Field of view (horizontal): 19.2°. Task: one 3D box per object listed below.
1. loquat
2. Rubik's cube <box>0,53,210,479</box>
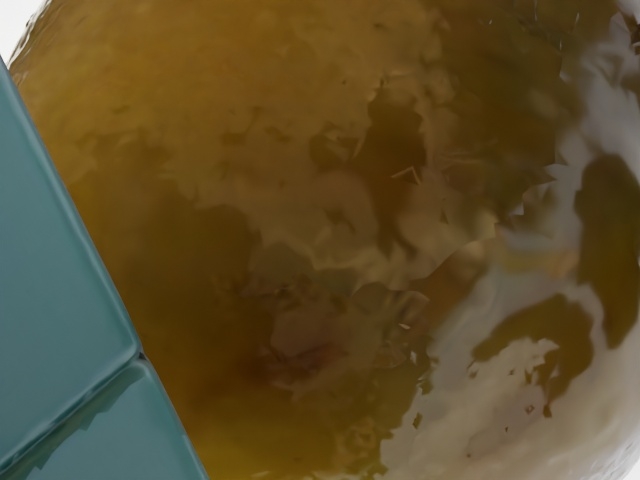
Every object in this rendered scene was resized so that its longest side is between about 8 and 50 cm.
[{"bbox_3d":[0.000,0.000,0.664,0.275,0.274,0.275,-25,-122,48],"label":"loquat"},{"bbox_3d":[-0.173,0.104,0.474,0.221,0.224,0.231,-3,-61,45],"label":"Rubik's cube"}]
